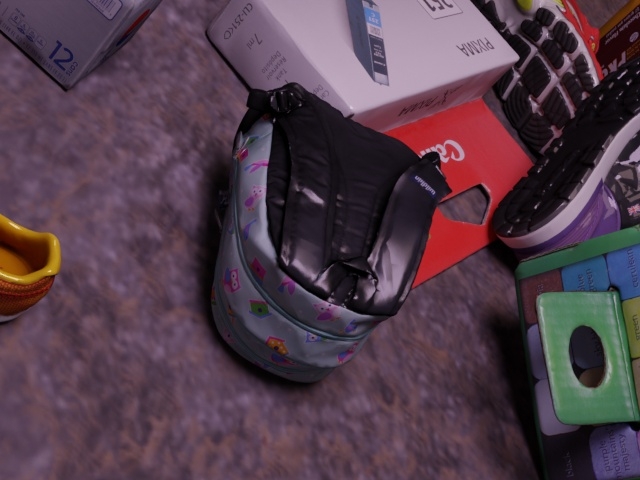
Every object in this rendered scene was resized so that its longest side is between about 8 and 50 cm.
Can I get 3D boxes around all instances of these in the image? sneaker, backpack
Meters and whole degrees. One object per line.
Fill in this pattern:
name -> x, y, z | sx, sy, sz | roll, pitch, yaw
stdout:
sneaker -> 0.270, -0.057, 1.130 | 0.283, 0.107, 0.124 | -45, 112, -18
backpack -> 0.000, 0.000, 0.853 | 0.152, 0.115, 0.182 | 21, 42, -14
sneaker -> -0.218, -0.015, 0.685 | 0.175, 0.067, 0.064 | 22, 44, -28
sneaker -> 0.234, -0.188, 1.279 | 0.118, 0.107, 0.279 | 10, 49, -35

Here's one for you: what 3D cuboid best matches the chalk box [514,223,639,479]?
chalk box -> 0.267, 0.085, 0.950 | 0.289, 0.179, 0.180 | 6, 71, -43

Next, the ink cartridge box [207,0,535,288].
ink cartridge box -> 0.082, -0.117, 1.095 | 0.261, 0.066, 0.296 | 52, 36, 10

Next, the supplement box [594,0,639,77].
supplement box -> 0.358, -0.109, 1.314 | 0.191, 0.129, 0.194 | 28, 38, -24

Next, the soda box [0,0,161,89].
soda box -> -0.231, -0.240, 0.871 | 0.286, 0.091, 0.098 | 42, 35, -6
